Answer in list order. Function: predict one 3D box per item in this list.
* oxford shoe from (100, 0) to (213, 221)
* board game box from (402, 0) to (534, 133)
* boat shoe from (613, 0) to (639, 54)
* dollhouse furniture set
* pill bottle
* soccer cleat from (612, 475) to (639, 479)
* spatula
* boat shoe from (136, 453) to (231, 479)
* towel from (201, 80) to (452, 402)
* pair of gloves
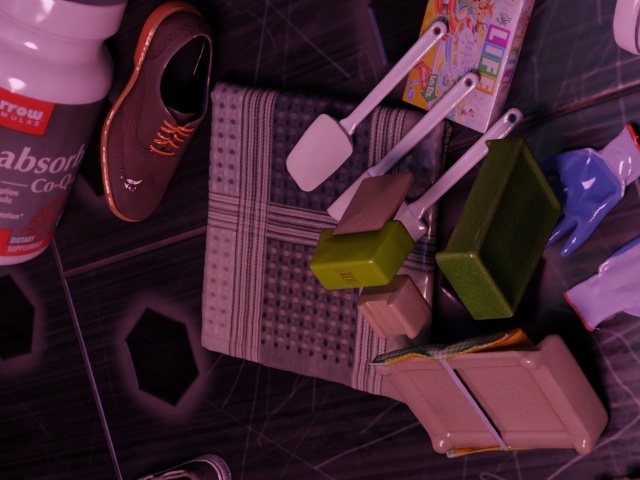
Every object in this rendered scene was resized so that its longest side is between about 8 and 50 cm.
[{"bbox_3d":[-0.188,-0.135,1.500,0.098,0.097,0.271,49,129,54],"label":"oxford shoe"},{"bbox_3d":[0.149,-0.197,1.299,0.103,0.026,0.154,26,113,30],"label":"board game box"},{"bbox_3d":[0.346,-0.268,1.102,0.088,0.096,0.267,39,111,30],"label":"boat shoe"},{"bbox_3d":[0.156,0.067,1.292,0.197,0.151,0.301,-7,131,38],"label":"dollhouse furniture set"},{"bbox_3d":[-0.375,-0.168,1.580,0.210,0.210,0.363,40,120,24],"label":"pill bottle"},{"bbox_3d":[0.260,0.345,1.301,0.121,0.093,0.289,35,117,-8],"label":"soccer cleat"},{"bbox_3d":[0.081,-0.098,1.328,0.242,0.019,0.168,-46,71,30],"label":"spatula"},{"bbox_3d":[-0.208,0.329,1.639,0.219,0.070,0.078,-35,77,36],"label":"boat shoe"},{"bbox_3d":[0.000,0.000,1.443,0.312,0.056,0.324,12,104,32],"label":"towel"},{"bbox_3d":[0.278,-0.004,1.243,0.159,0.023,0.198,-37,76,36],"label":"pair of gloves"}]
